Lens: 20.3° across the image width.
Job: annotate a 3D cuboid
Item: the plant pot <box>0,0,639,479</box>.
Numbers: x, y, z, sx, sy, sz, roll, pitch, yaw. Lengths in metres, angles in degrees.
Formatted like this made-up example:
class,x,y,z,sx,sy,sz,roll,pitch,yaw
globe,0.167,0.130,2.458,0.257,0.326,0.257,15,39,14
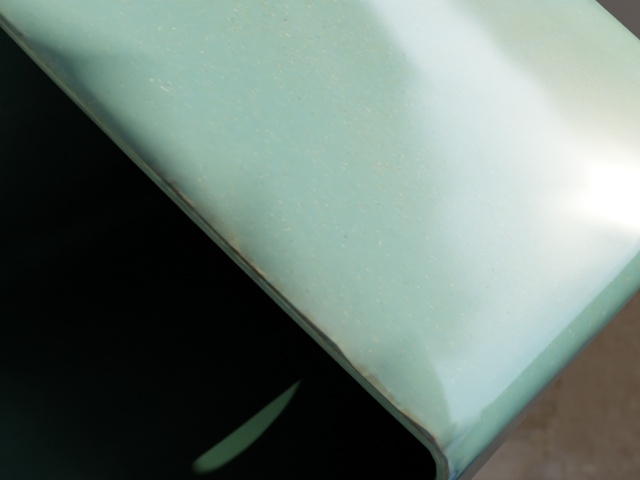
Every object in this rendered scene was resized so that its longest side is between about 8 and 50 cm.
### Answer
class,x,y,z,sx,sy,sz,roll,pitch,yaw
plant pot,0.000,0.000,0.510,0.234,0.166,0.165,-33,162,-48
